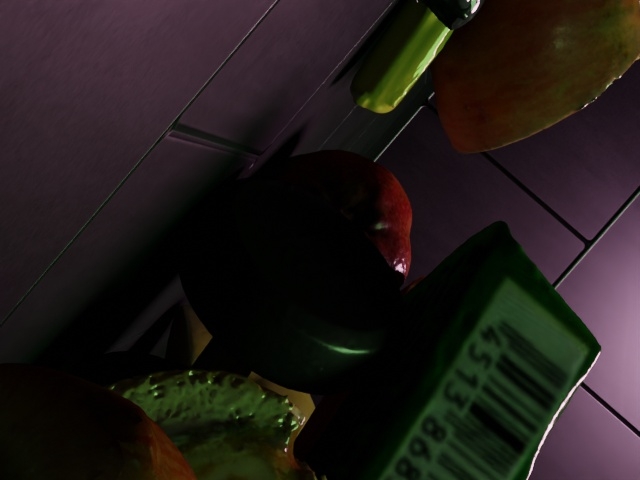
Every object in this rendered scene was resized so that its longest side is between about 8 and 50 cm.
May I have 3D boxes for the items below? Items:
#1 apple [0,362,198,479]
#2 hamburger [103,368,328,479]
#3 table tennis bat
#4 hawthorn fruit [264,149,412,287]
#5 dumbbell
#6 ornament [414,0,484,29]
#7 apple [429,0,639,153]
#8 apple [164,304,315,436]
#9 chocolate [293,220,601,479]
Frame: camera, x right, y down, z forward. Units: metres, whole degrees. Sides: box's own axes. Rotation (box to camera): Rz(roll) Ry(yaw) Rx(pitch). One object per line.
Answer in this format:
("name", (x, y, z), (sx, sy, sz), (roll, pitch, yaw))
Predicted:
("apple", (-0.161, 0.171, 0.765), (0.211, 0.211, 0.188), (-48, 152, -18))
("hamburger", (-0.181, 0.203, 1.143), (0.330, 0.162, 0.209), (-22, 180, -18))
("table tennis bat", (0.142, -0.263, 1.331), (0.369, 0.054, 0.224), (-54, 177, 25))
("hawthorn fruit", (0.000, 0.000, 1.517), (0.189, 0.189, 0.251), (-49, -175, -4))
("dumbbell", (-0.090, 0.118, 1.308), (0.322, 0.203, 0.204), (-50, 178, 29))
("ornament", (0.160, -0.274, 1.095), (0.236, 0.080, 0.202), (-49, 175, 0))
("apple", (0.209, -0.241, 1.491), (0.251, 0.163, 0.293), (-26, -160, 34))
("apple", (-0.134, 0.274, 1.765), (0.311, 0.320, 0.360), (-44, 164, -35))
("chocolate", (0.074, 0.198, 1.349), (0.360, 0.161, 0.341), (-55, -176, -21))
